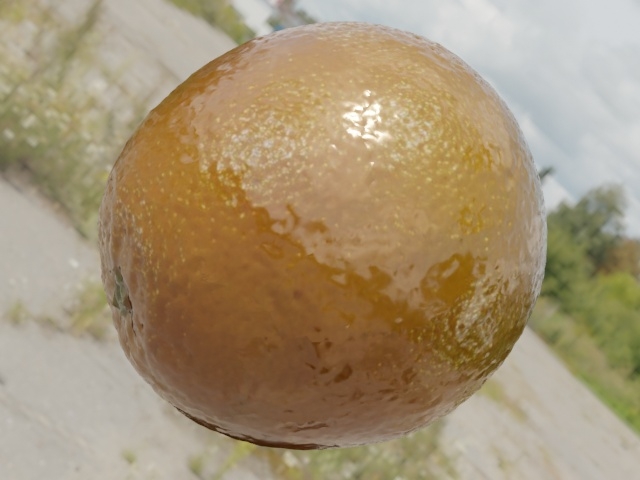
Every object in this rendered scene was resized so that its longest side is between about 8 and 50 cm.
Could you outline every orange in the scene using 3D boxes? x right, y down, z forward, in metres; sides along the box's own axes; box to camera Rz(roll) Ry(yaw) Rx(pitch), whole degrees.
[{"bbox_3d":[0.000,0.000,0.656,0.206,0.206,0.206,43,4,-4],"label":"orange"}]
